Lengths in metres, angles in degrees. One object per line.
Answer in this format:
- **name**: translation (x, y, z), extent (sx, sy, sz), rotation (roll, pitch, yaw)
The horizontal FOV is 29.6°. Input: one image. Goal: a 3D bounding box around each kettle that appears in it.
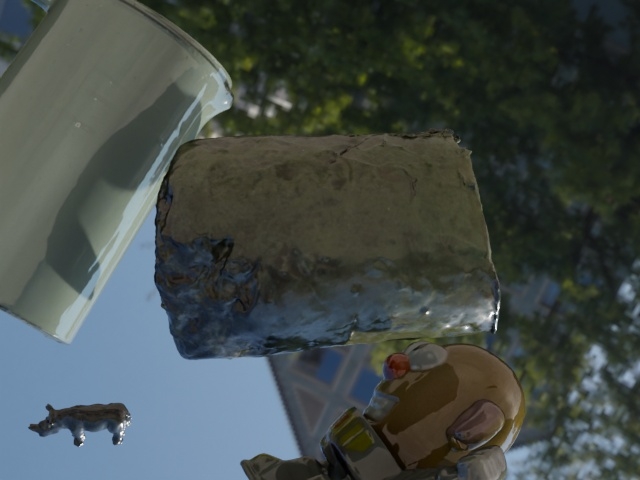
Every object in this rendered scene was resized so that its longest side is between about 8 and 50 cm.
- **kettle**: translation (-0.274, -0.093, 1.209), extent (0.265, 0.318, 0.205), rotation (29, 172, 25)

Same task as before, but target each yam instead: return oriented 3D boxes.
- **yam**: translation (0.000, 0.000, 1.063), extent (0.300, 0.195, 0.195), rotation (-4, -154, -11)

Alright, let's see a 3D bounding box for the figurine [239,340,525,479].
- **figurine**: translation (0.076, 0.212, 1.208), extent (0.167, 0.284, 0.342), rotation (63, 173, -29)

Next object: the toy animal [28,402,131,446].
- **toy animal**: translation (-0.323, 0.243, 1.623), extent (0.135, 0.065, 0.047), rotation (-1, -126, -4)
